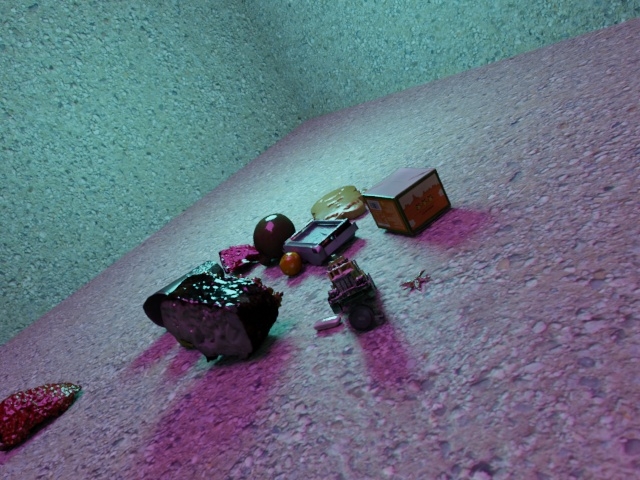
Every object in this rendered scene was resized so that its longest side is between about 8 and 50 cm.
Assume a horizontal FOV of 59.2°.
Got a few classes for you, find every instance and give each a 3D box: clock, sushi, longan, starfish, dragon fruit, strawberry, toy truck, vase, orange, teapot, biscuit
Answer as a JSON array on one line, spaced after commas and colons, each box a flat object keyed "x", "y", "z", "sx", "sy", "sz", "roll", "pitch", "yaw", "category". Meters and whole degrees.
[{"x": 0.000, "y": 0.000, "z": 1.949, "sx": 0.186, "sy": 0.083, "sz": 0.253, "roll": -41, "pitch": 22, "yaw": -25, "category": "clock"}, {"x": -0.289, "y": 0.220, "z": 1.636, "sx": 0.348, "sy": 0.234, "sz": 0.207, "roll": 9, "pitch": 34, "yaw": 25, "category": "sushi"}, {"x": -0.174, "y": -0.001, "z": 2.091, "sx": 0.204, "sy": 0.159, "sz": 0.185, "roll": -68, "pitch": 16, "yaw": 4, "category": "longan"}, {"x": 0.247, "y": 0.105, "z": 1.472, "sx": 0.092, "sy": 0.016, "sz": 0.086, "roll": -18, "pitch": 22, "yaw": 37, "category": "starfish"}, {"x": -0.301, "y": 0.056, "z": 2.186, "sx": 0.192, "sy": 0.092, "sz": 0.122, "roll": -18, "pitch": 9, "yaw": 13, "category": "dragon fruit"}, {"x": -0.990, "y": 0.554, "z": 1.937, "sx": 0.306, "sy": 0.138, "sz": 0.233, "roll": -39, "pitch": 20, "yaw": -17, "category": "strawberry"}, {"x": 0.063, "y": 0.103, "z": 1.474, "sx": 0.128, "sy": 0.135, "sz": 0.259, "roll": -27, "pitch": 2, "yaw": 4, "category": "toy truck"}, {"x": -0.473, "y": 0.190, "z": 2.088, "sx": 0.251, "sy": 0.156, "sz": 0.301, "roll": 3, "pitch": 30, "yaw": 30, "category": "vase"}, {"x": -0.101, "y": 0.079, "z": 1.907, "sx": 0.083, "sy": 0.070, "sz": 0.083, "roll": -38, "pitch": 32, "yaw": 30, "category": "orange"}, {"x": 0.116, "y": 0.187, "z": 1.403, "sx": 0.088, "sy": 0.066, "sz": 0.057, "roll": -2, "pitch": 9, "yaw": 11, "category": "teapot"}, {"x": 0.065, "y": -0.138, "z": 2.229, "sx": 0.275, "sy": 0.052, "sz": 0.355, "roll": -28, "pitch": 21, "yaw": 6, "category": "biscuit"}]

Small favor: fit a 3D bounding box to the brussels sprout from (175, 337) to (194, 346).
[{"x": -0.418, "y": 0.269, "z": 1.836, "sx": 0.151, "sy": 0.122, "sz": 0.149, "roll": -16, "pitch": 28, "yaw": 36, "category": "brussels sprout"}]

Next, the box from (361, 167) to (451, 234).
[{"x": 0.271, "y": -0.126, "z": 1.781, "sx": 0.177, "sy": 0.148, "sz": 0.195, "roll": -35, "pitch": 20, "yaw": -19, "category": "box"}]

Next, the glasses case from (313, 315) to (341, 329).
[{"x": 0.018, "y": 0.219, "z": 1.502, "sx": 0.083, "sy": 0.021, "sz": 0.032, "roll": -19, "pitch": 26, "yaw": 29, "category": "glasses case"}]
